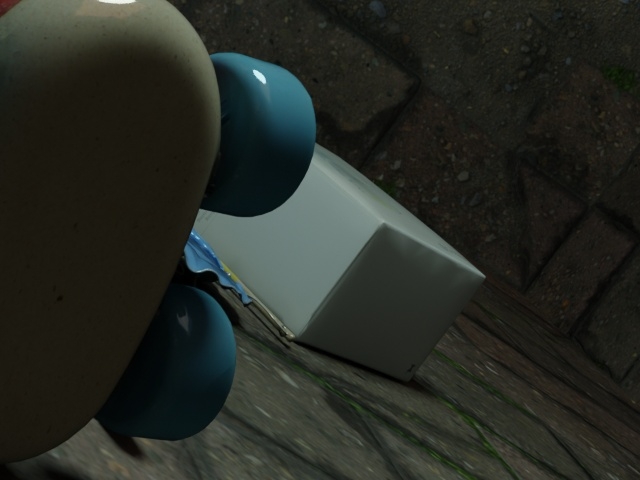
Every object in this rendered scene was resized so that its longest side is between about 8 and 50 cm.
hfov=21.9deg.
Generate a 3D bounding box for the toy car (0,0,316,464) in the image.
[{"bbox_3d":[-0.171,-0.036,0.737,0.238,0.210,0.219,26,9,41],"label":"toy car"}]

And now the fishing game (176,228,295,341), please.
[{"bbox_3d":[-0.133,-0.005,1.337,0.189,0.041,0.264,42,0,37],"label":"fishing game"}]

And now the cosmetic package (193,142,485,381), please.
[{"bbox_3d":[0.000,0.000,1.561,0.224,0.138,0.224,42,9,31],"label":"cosmetic package"}]
